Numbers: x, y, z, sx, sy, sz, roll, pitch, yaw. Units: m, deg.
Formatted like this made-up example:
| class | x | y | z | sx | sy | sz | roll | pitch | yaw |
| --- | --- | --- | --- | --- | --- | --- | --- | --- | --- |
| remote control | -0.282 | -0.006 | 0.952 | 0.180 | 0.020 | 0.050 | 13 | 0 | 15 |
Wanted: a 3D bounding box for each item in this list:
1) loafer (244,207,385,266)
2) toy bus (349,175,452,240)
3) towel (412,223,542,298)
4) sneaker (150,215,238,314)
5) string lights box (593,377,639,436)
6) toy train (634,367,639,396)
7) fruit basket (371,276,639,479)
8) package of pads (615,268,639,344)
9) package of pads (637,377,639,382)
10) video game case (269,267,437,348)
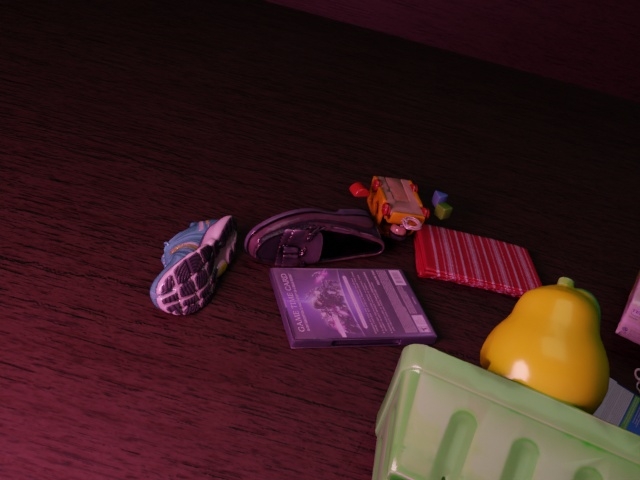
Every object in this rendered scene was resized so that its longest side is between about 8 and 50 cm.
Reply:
| class | x | y | z | sx | sy | sz | roll | pitch | yaw |
| --- | --- | --- | --- | --- | --- | --- | --- | --- | --- |
| loafer | 0.000 | 0.000 | 1.368 | 0.302 | 0.109 | 0.095 | -9 | 45 | -35 |
| toy bus | 0.164 | -0.055 | 1.504 | 0.191 | 0.104 | 0.202 | 32 | 37 | 26 |
| towel | 0.333 | 0.044 | 1.496 | 0.274 | 0.031 | 0.199 | 13 | 32 | -6 |
| sneaker | -0.236 | 0.043 | 1.244 | 0.109 | 0.107 | 0.275 | 2 | 27 | 15 |
| string lights box | 0.503 | 0.324 | 1.047 | 0.259 | 0.077 | 0.133 | 34 | 39 | 22 |
| toy train | 0.622 | 0.296 | 1.224 | 0.166 | 0.046 | 0.125 | 20 | 46 | 2 |
| fruit basket | 0.273 | 0.246 | 0.955 | 0.391 | 0.283 | 0.392 | 4 | 49 | -5 |
| package of pads | 0.738 | 0.135 | 1.377 | 0.229 | 0.101 | 0.296 | 26 | 35 | 20 |
| package of pads | 0.638 | 0.263 | 1.286 | 0.083 | 0.032 | 0.050 | 31 | 70 | 22 |
| video game case | 0.056 | 0.120 | 1.286 | 0.274 | 0.026 | 0.196 | 1 | 37 | -19 |
